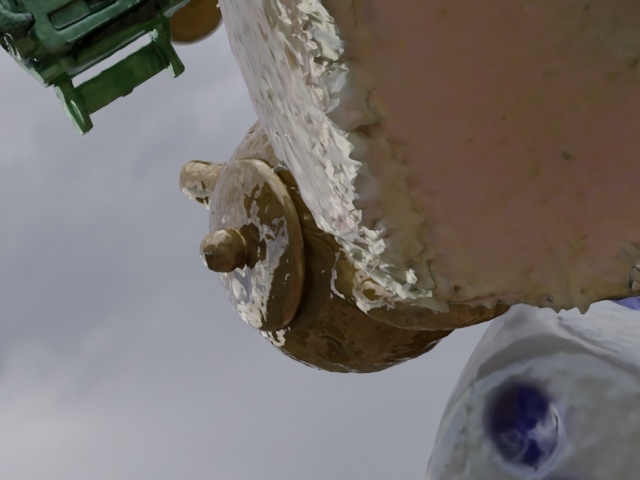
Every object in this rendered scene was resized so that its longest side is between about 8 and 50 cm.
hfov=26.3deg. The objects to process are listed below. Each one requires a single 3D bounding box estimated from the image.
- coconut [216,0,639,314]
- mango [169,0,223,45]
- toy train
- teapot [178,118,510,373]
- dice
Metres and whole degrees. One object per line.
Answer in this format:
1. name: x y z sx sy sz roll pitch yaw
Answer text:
1. coconut: 0.121 -0.185 0.664 0.404 0.404 0.404 -22 -20 -8
2. mango: -0.148 -0.290 1.371 0.098 0.137 0.195 -15 -56 -12
3. toy train: -0.121 -0.130 0.606 0.099 0.149 0.081 -35 1 -16
4. teapot: 0.000 0.000 0.930 0.167 0.311 0.203 -12 -64 -31
5. dice: 0.245 0.175 1.021 0.243 0.251 0.259 -12 -61 -49
